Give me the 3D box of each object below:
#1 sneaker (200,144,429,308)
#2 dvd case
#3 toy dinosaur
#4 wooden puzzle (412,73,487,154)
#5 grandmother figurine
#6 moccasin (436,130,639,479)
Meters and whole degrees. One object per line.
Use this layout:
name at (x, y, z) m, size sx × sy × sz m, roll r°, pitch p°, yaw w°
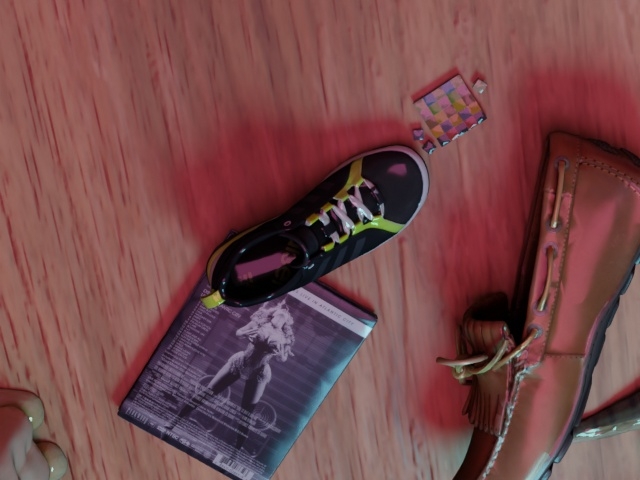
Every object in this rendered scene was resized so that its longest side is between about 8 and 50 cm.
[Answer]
sneaker at (0.000, 0.000, 1.318) m, size 0.234 × 0.097 × 0.084 m, roll -33°, pitch 101°, yaw 3°
dvd case at (-0.072, 0.120, 1.415) m, size 0.164 × 0.018 × 0.221 m, roll 31°, pitch 107°, yaw -8°
toy dinosaur at (0.346, 0.171, 1.403) m, size 0.268 × 0.064 × 0.118 m, roll -30°, pitch 92°, yaw 14°
wooden puzzle at (0.117, -0.118, 1.333) m, size 0.083 × 0.006 × 0.049 m, roll -32°, pitch 106°, yaw 12°
grandmother figurine at (-0.299, 0.265, 1.298) m, size 0.104 × 0.342 × 0.208 m, roll -26°, pitch 106°, yaw 10°
moccasin at (0.182, 0.087, 1.334) m, size 0.147 × 0.139 × 0.380 m, roll 18°, pitch 108°, yaw -4°
